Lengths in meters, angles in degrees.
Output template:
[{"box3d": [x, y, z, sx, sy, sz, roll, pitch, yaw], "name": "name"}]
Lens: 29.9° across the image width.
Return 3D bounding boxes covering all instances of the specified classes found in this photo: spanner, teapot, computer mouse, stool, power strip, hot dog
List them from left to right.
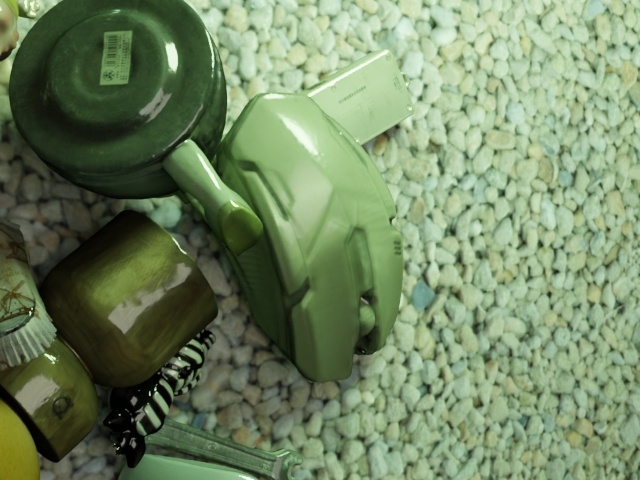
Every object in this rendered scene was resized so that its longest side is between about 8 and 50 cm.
[{"box3d": [-0.375, 0.055, 1.340, 0.131, 0.252, 0.069, -26, 134, -14], "name": "hot dog"}, {"box3d": [-0.274, 0.109, 1.428, 0.264, 0.179, 0.179, -43, 112, -24], "name": "stool"}, {"box3d": [-0.177, -0.138, 1.407, 0.239, 0.322, 0.239, 59, 52, -69], "name": "teapot"}, {"box3d": [-0.161, 0.338, 1.491, 0.079, 0.231, 0.127, 20, 74, -73], "name": "computer mouse"}, {"box3d": [-0.148, 0.275, 1.603, 0.302, 0.017, 0.071, 22, 75, -29], "name": "spanner"}, {"box3d": [-0.021, -0.149, 1.657, 0.367, 0.043, 0.106, -32, 107, -27], "name": "power strip"}, {"box3d": [0.003, 0.003, 1.586, 0.228, 0.145, 0.428, -36, 121, -28], "name": "computer mouse"}]

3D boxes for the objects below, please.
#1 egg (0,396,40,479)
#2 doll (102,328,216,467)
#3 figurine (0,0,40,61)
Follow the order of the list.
[{"box3d": [-0.459, 0.279, 1.275, 0.323, 0.250, 0.250, -24, 103, -18], "name": "egg"}, {"box3d": [-0.207, 0.184, 1.524, 0.219, 0.067, 0.091, -55, 138, -37], "name": "doll"}, {"box3d": [-0.424, -0.280, 1.364, 0.205, 0.224, 0.381, 25, 52, -7], "name": "figurine"}]
